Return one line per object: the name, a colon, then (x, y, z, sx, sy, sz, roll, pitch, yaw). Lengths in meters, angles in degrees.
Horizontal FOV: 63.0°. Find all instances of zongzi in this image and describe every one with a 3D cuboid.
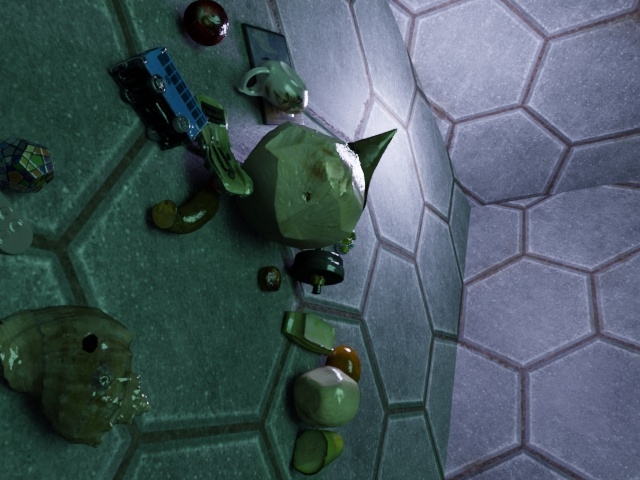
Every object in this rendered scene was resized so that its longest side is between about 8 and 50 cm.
zongzi: (0.202, -0.277, 2.127, 0.154, 0.317, 0.289, -94, 165, -70)

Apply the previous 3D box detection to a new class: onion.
onion: (-0.328, -0.622, 1.495, 0.131, 0.131, 0.131, 24, 62, -56)

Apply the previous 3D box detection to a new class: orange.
orange: (0.079, 0.460, 1.890, 0.156, 0.124, 0.156, -10, 90, -75)

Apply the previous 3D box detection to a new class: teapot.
teapot: (-0.142, -0.507, 1.741, 0.298, 0.139, 0.204, 18, 40, -54)

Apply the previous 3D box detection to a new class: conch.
conch: (-0.448, 0.236, 1.004, 0.324, 0.186, 0.263, 56, 20, -38)

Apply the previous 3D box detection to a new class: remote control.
remote control: (-0.616, -0.076, 0.939, 0.245, 0.022, 0.077, 63, 33, -29)

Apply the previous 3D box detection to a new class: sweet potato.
sweet potato: (-0.329, -0.093, 1.375, 0.112, 0.085, 0.286, 65, 33, -17)

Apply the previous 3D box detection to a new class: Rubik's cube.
Rubik's cube: (-0.559, -0.141, 0.983, 0.093, 0.111, 0.111, 83, 12, -64)

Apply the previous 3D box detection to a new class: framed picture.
framed picture: (-0.164, -0.583, 1.866, 0.265, 0.016, 0.347, -20, 98, -59)

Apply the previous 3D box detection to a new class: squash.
squash: (0.019, 0.674, 1.739, 0.287, 0.137, 0.137, 15, 69, -64)

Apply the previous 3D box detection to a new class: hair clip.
hair clip: (-0.293, -0.250, 1.453, 0.138, 0.091, 0.321, 7, 56, -50)

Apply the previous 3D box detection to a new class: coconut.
coconut: (-0.055, -0.157, 1.580, 0.415, 0.415, 0.344, -62, 165, -47)
coconut: (0.021, 0.509, 1.699, 0.224, 0.224, 0.224, 24, 62, -56)

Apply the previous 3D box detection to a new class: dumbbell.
dumbbell: (0.000, 0.000, 1.817, 0.185, 0.185, 0.388, 37, 51, -50)

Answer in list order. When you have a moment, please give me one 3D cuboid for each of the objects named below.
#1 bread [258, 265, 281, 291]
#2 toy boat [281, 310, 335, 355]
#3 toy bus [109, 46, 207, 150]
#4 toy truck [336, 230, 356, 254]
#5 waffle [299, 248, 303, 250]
bread: (-0.154, 0.122, 1.647, 0.085, 0.053, 0.085, 24, 62, -56)
toy boat: (-0.022, 0.321, 1.792, 0.276, 0.084, 0.111, 42, 45, -46)
toy bus: (-0.397, -0.359, 1.305, 0.234, 0.116, 0.133, 63, 34, -32)
toy truck: (0.108, 0.008, 2.107, 0.076, 0.077, 0.111, 59, 37, -33)
waffle: (-0.079, -0.032, 1.743, 0.092, 0.135, 0.021, -50, 150, -4)
